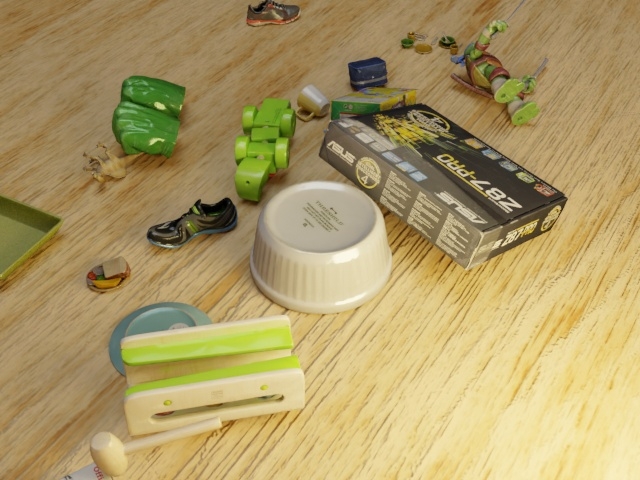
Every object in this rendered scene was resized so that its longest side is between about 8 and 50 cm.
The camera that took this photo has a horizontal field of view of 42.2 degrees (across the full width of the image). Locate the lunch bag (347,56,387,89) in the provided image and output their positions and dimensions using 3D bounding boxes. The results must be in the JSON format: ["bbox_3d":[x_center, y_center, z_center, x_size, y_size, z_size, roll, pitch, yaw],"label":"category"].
[{"bbox_3d":[0.120,-0.410,2.052,0.098,0.065,0.067,-14,29,-14],"label":"lunch bag"}]

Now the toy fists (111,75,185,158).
[{"bbox_3d":[-0.392,-0.283,1.873,0.142,0.096,0.279,18,37,-16],"label":"toy fists"}]

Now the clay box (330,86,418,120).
[{"bbox_3d":[0.130,-0.313,1.901,0.127,0.053,0.222,9,21,28],"label":"clay box"}]

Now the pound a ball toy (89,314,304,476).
[{"bbox_3d":[-0.184,0.250,1.271,0.319,0.136,0.208,-8,44,-10],"label":"pound a ball toy"}]

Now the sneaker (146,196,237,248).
[{"bbox_3d":[-0.255,-0.041,1.634,0.188,0.078,0.067,-19,45,-19],"label":"sneaker"}]

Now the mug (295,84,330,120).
[{"bbox_3d":[-0.015,-0.320,1.968,0.064,0.078,0.062,38,21,24],"label":"mug"}]

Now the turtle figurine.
[{"bbox_3d":[0.460,-0.422,1.970,0.274,0.198,0.266,-8,47,-4],"label":"turtle figurine"}]

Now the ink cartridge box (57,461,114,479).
[{"bbox_3d":[-0.350,0.389,1.177,0.135,0.056,0.099,-23,47,-23],"label":"ink cartridge box"}]

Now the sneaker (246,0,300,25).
[{"bbox_3d":[-0.129,-0.639,2.302,0.157,0.065,0.061,-15,44,-15],"label":"sneaker"}]

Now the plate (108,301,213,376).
[{"bbox_3d":[-0.275,0.169,1.444,0.188,0.024,0.188,0,42,0],"label":"plate"}]

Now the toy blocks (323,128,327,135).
[{"bbox_3d":[0.086,-0.221,1.851,0.148,0.054,0.123,-5,42,-6],"label":"toy blocks"}]

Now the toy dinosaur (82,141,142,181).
[{"bbox_3d":[-0.456,-0.169,1.809,0.092,0.053,0.183,33,37,9],"label":"toy dinosaur"}]

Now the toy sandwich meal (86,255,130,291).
[{"bbox_3d":[-0.399,0.062,1.557,0.085,0.029,0.086,0,42,0],"label":"toy sandwich meal"}]

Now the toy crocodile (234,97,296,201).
[{"bbox_3d":[-0.119,-0.213,1.819,0.115,0.105,0.341,3,38,3],"label":"toy crocodile"}]

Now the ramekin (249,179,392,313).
[{"bbox_3d":[0.000,0.000,1.554,0.272,0.127,0.273,0,42,0],"label":"ramekin"}]

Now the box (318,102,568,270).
[{"bbox_3d":[0.240,-0.124,1.632,0.318,0.097,0.395,-20,50,-43],"label":"box"}]

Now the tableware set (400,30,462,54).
[{"bbox_3d":[0.297,-0.528,2.212,0.154,0.024,0.104,19,46,19],"label":"tableware set"}]

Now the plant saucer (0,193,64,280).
[{"bbox_3d":[-0.625,0.000,1.613,0.188,0.045,0.188,19,46,20],"label":"plant saucer"}]
